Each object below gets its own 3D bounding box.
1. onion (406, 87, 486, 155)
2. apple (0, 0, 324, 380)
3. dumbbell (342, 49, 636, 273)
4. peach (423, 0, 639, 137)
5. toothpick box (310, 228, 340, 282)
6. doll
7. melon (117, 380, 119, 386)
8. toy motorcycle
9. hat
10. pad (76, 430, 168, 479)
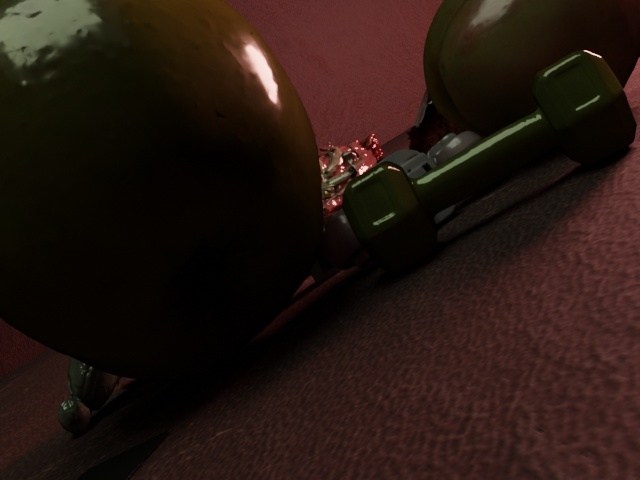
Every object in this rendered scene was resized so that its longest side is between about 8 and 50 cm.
[{"bbox_3d":[0.231,-0.210,1.475,0.198,0.135,0.173,-61,-5,-67],"label":"onion"},{"bbox_3d":[-0.213,-0.074,0.995,0.473,0.474,0.473,-31,6,4],"label":"apple"},{"bbox_3d":[0.168,-0.079,0.897,0.302,0.121,0.108,-30,-23,11],"label":"dumbbell"},{"bbox_3d":[0.274,-0.253,1.117,0.292,0.247,0.292,-41,2,1],"label":"peach"},{"bbox_3d":[-0.007,0.008,1.152,0.052,0.083,0.052,-31,6,4],"label":"toothpick box"},{"bbox_3d":[-0.295,0.165,1.152,0.104,0.071,0.214,108,173,-50],"label":"doll"},{"bbox_3d":[-0.216,0.149,1.207,0.261,0.053,0.114,-26,0,36],"label":"melon"},{"bbox_3d":[0.105,-0.045,1.067,0.254,0.112,0.112,-34,7,-17],"label":"toy motorcycle"},{"bbox_3d":[0.007,-0.095,1.415,0.236,0.107,0.286,-7,27,49],"label":"hat"},{"bbox_3d":[-0.206,0.224,0.767,0.112,0.003,0.157,-28,7,21],"label":"pad"}]
